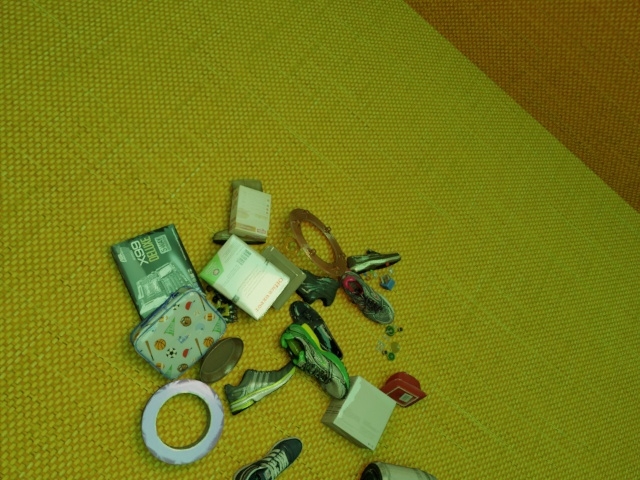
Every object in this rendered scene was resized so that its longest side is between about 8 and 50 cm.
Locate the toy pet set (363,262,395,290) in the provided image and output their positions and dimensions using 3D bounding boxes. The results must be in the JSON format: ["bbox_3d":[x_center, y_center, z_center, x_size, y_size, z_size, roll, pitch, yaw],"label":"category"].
[{"bbox_3d":[0.270,0.171,2.119,0.114,0.122,0.065,48,22,-45],"label":"toy pet set"}]

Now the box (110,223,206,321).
[{"bbox_3d":[-0.600,0.122,1.799,0.242,0.076,0.308,-23,84,-27],"label":"box"}]

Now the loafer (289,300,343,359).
[{"bbox_3d":[-0.007,0.362,1.952,0.109,0.095,0.303,-35,89,-27],"label":"loafer"}]

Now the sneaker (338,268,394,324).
[{"bbox_3d":[0.190,0.252,2.035,0.299,0.112,0.121,42,95,-8],"label":"sneaker"}]

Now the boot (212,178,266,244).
[{"bbox_3d":[-0.337,-0.116,1.979,0.236,0.089,0.270,1,74,-35],"label":"boot"}]

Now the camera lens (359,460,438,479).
[{"bbox_3d":[0.290,0.960,1.815,0.274,0.219,0.220,18,68,-16],"label":"camera lens"}]

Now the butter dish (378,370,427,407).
[{"bbox_3d":[0.339,0.596,2.007,0.159,0.160,0.118,31,42,-10],"label":"butter dish"}]

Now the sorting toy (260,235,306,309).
[{"bbox_3d":[-0.179,0.143,1.916,0.196,0.047,0.348,40,94,3],"label":"sorting toy"}]

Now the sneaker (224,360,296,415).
[{"bbox_3d":[-0.221,0.522,1.814,0.299,0.111,0.121,-25,77,-31],"label":"sneaker"}]

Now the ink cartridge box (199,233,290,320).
[{"bbox_3d":[-0.280,0.142,1.807,0.272,0.115,0.198,38,75,-1],"label":"ink cartridge box"}]

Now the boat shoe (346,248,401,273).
[{"bbox_3d":[0.235,0.077,2.142,0.257,0.095,0.095,-12,72,-24],"label":"boat shoe"}]

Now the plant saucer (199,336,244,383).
[{"bbox_3d":[-0.364,0.426,1.760,0.036,0.199,0.198,33,58,31],"label":"plant saucer"}]

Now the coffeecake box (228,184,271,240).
[{"bbox_3d":[-0.277,-0.106,1.918,0.142,0.068,0.186,16,65,-31],"label":"coffeecake box"}]

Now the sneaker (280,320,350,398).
[{"bbox_3d":[-0.031,0.473,1.847,0.343,0.134,0.146,45,27,11],"label":"sneaker"}]

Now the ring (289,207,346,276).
[{"bbox_3d":[0.000,0.000,1.989,0.336,0.032,0.337,42,24,-24],"label":"ring"}]

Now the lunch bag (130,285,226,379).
[{"bbox_3d":[-0.497,0.313,1.713,0.303,0.115,0.243,-45,113,-19],"label":"lunch bag"}]

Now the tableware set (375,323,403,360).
[{"bbox_3d":[0.310,0.435,2.097,0.104,0.024,0.154,37,64,-8],"label":"tableware set"}]

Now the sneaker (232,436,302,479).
[{"bbox_3d":[-0.166,0.799,1.719,0.282,0.153,0.099,-24,84,-26],"label":"sneaker"}]

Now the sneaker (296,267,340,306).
[{"bbox_3d":[-0.060,0.189,1.986,0.286,0.109,0.130,19,78,-11],"label":"sneaker"}]

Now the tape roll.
[{"bbox_3d":[-0.478,0.624,1.685,0.274,0.090,0.275,7,72,-21],"label":"tape roll"}]

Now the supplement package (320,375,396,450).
[{"bbox_3d":[0.146,0.667,1.888,0.194,0.149,0.203,37,64,-7],"label":"supplement package"}]

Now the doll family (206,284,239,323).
[{"bbox_3d":[-0.377,0.237,1.860,0.111,0.076,0.193,-5,71,-19],"label":"doll family"}]
